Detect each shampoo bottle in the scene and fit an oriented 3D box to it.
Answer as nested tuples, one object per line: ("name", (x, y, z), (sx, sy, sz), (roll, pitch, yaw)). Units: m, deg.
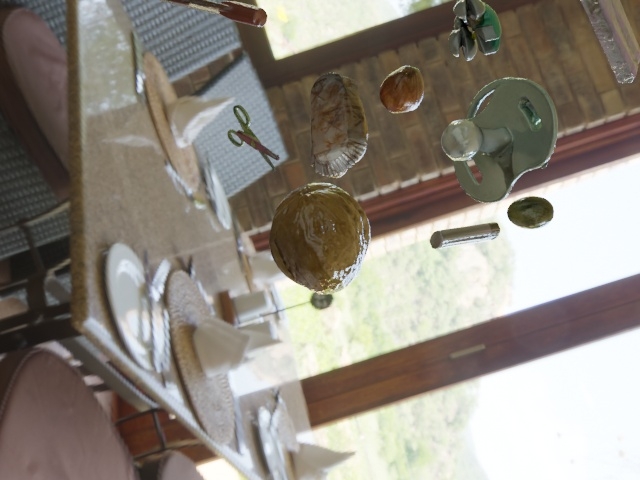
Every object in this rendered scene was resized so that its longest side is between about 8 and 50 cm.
("shampoo bottle", (0.470, -0.016, 2.293), (0.086, 0.228, 0.055), (130, -53, -60))

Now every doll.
("doll", (0.457, -0.661, 2.159), (0.258, 0.153, 0.194), (-103, 176, -59))

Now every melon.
("melon", (0.597, -0.079, 2.006), (0.098, 0.131, 0.097), (-1, 90, -75))

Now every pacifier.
("pacifier", (0.404, -0.256, 1.734), (0.343, 0.269, 0.288), (-49, -127, 43))

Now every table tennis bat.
("table tennis bat", (-0.315, -0.657, 1.974), (0.268, 0.415, 0.051), (-7, 115, -54))

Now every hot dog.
("hot dog", (0.032, -0.244, 1.447), (0.069, 0.131, 0.252), (42, 37, -51))

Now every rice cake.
("rice cake", (0.683, -0.509, 1.663), (0.298, 0.050, 0.106), (46, 56, -34))

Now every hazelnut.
("hazelnut", (0.269, -0.486, 2.271), (0.150, 0.150, 0.150), (-18, 90, -88))

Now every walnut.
("walnut", (0.000, 0.000, 2.083), (0.333, 0.333, 0.332), (-18, 90, -88))

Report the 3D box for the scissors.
("scissors", (-0.173, -0.257, 1.838), (0.187, 0.020, 0.133), (46, -35, 15))
